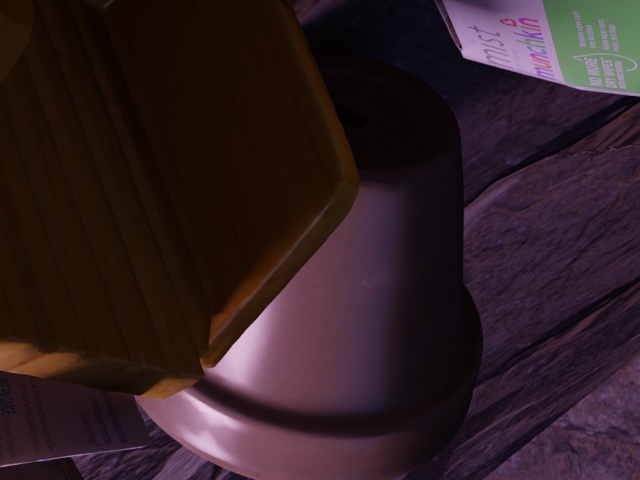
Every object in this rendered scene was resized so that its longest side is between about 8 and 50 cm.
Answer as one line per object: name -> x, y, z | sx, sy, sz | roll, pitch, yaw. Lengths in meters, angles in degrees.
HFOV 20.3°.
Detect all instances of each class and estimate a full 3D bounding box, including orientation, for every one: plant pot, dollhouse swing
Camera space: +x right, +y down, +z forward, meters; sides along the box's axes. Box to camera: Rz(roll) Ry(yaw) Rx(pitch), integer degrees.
plant pot -> 0.000, 0.000, 1.231 | 0.263, 0.263, 0.229 | -19, 137, -34
dollhouse swing -> -0.038, -0.146, 0.745 | 0.305, 0.315, 0.347 | -26, 162, 14

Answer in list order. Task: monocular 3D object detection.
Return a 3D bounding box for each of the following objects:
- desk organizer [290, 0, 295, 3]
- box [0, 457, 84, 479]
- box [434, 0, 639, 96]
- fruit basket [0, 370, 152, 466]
desk organizer -> -0.055, -0.138, 1.052 | 0.050, 0.047, 0.130 | -14, 154, -47
box -> -0.295, 0.172, 1.275 | 0.121, 0.148, 0.311 | -37, 162, 9
box -> 0.130, -0.224, 0.855 | 0.262, 0.127, 0.231 | 51, 54, -70
fruit basket -> -0.275, 0.092, 0.870 | 0.353, 0.165, 0.327 | -3, -168, -13
